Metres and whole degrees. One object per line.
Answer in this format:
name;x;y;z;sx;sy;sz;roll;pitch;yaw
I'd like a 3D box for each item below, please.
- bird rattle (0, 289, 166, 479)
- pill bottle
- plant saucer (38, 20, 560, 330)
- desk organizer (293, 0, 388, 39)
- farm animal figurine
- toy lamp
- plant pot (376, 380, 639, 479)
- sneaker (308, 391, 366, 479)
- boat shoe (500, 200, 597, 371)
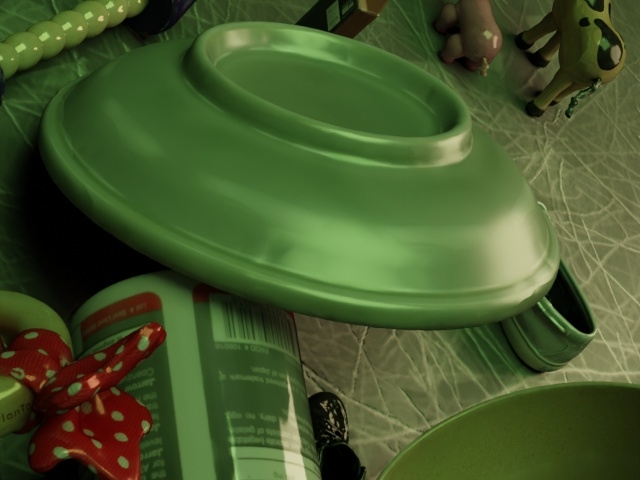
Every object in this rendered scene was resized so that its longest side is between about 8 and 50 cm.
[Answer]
bird rattle;-0.222;0.080;0.979;0.253;0.143;0.207;-22;31;-12
pill bottle;-0.077;0.175;1.058;0.161;0.161;0.283;10;56;-33
plant saucer;-0.003;-0.076;1.184;0.400;0.100;0.400;14;25;-6
desk organizer;0.012;-0.175;1.387;0.050;0.130;0.047;15;53;-32
farm animal figurine;0.203;-0.324;1.608;0.330;0.172;0.327;41;44;-8
toy lamp;-0.189;-0.175;1.267;0.080;0.080;0.274;51;43;2
plant pot;0.188;0.260;1.165;0.284;0.284;0.191;-48;130;-46
sneaker;0.005;0.167;1.179;0.051;0.089;0.170;35;46;-14
boat shoe;0.179;0.003;1.432;0.079;0.081;0.227;-14;71;-43
